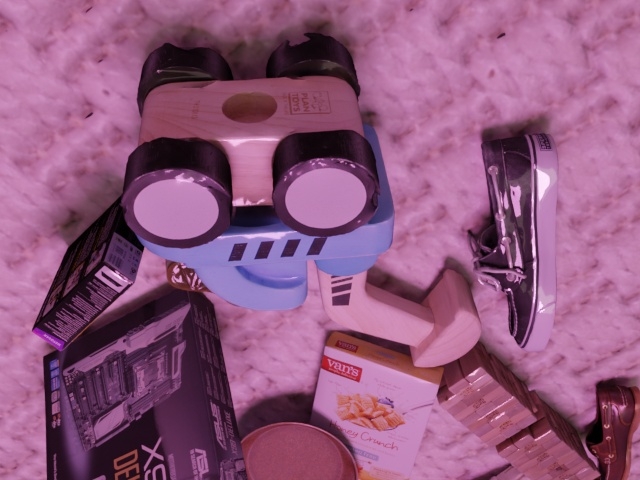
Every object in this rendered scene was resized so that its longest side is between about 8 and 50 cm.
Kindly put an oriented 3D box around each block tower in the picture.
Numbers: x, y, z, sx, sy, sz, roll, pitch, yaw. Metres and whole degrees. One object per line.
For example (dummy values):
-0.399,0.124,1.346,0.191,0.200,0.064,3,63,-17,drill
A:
0.301,0.278,1.149,0.091,0.097,0.335,-38,117,19,block tower

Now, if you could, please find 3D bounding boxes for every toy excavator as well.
0.000,0.000,0.896,0.432,0.222,0.445,-4,137,-5,toy excavator

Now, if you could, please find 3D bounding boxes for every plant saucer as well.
-0.041,0.352,1.129,0.198,0.036,0.199,2,113,4,plant saucer

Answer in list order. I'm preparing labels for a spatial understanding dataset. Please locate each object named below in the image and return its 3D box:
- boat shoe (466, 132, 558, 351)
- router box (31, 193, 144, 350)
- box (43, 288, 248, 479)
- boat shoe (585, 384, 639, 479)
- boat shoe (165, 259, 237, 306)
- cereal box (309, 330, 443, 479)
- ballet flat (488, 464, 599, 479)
0.248,0.013,0.960,0.104,0.113,0.306,-5,121,5,boat shoe
-0.264,0.027,0.874,0.133,0.179,0.046,-40,116,20,router box
-0.231,0.241,0.939,0.242,0.307,0.076,-26,142,12,box
0.473,0.323,1.210,0.073,0.073,0.207,-4,116,-1,boat shoe
-0.134,0.050,0.989,0.153,0.048,0.056,13,109,-21,boat shoe
0.074,0.263,1.107,0.173,0.047,0.240,17,123,12,cereal box
0.370,0.441,1.271,0.315,0.107,0.106,4,103,-15,ballet flat
